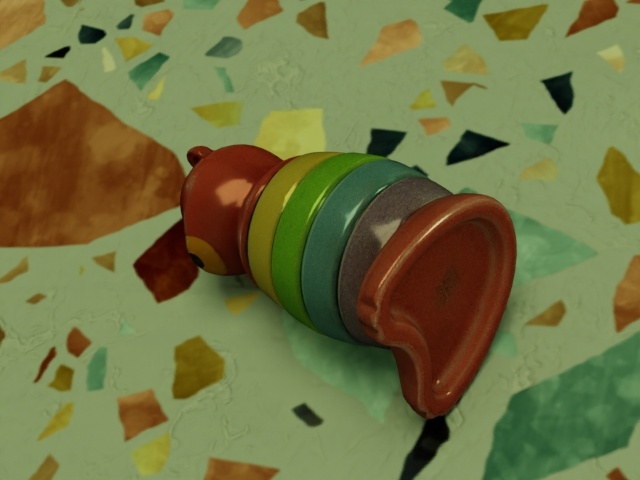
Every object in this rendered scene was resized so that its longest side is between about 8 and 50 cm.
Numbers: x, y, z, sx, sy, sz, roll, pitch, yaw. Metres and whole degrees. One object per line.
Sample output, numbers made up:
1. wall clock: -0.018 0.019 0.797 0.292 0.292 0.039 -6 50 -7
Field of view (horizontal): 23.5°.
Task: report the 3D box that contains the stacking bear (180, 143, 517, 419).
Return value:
1. stacking bear: 0.000 0.000 1.262 0.289 0.175 0.164 21 65 37
